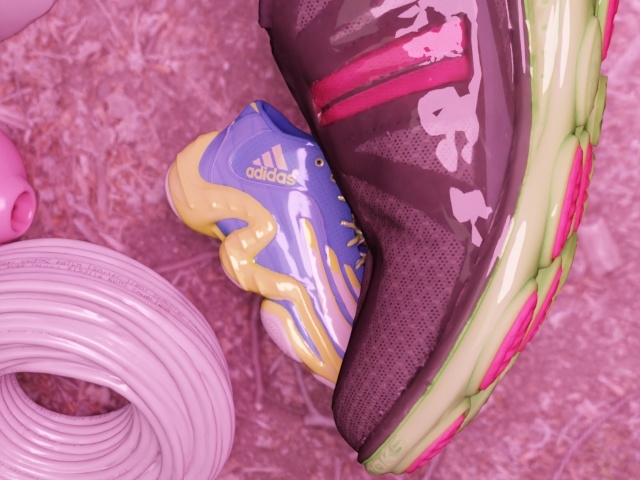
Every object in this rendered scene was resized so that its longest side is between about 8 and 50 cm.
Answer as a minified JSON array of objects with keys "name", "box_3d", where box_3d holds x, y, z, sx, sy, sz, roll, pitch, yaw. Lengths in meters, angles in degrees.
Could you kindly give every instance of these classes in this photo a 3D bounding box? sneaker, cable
[{"name":"sneaker","box_3d":[0.065,-0.101,0.472,0.202,0.185,0.483,10,96,24]},{"name":"cable","box_3d":[-0.189,0.120,0.587,0.257,0.089,0.257,38,115,-19]},{"name":"sneaker","box_3d":[0.000,0.000,0.543,0.240,0.091,0.126,45,110,5]}]

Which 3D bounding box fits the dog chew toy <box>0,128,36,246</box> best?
[{"name":"dog chew toy","box_3d":[-0.383,-0.060,0.600,0.332,0.206,0.206,13,106,6]}]

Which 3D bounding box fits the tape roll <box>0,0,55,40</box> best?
[{"name":"tape roll","box_3d":[-0.313,-0.286,0.573,0.286,0.100,0.286,4,104,17]}]
